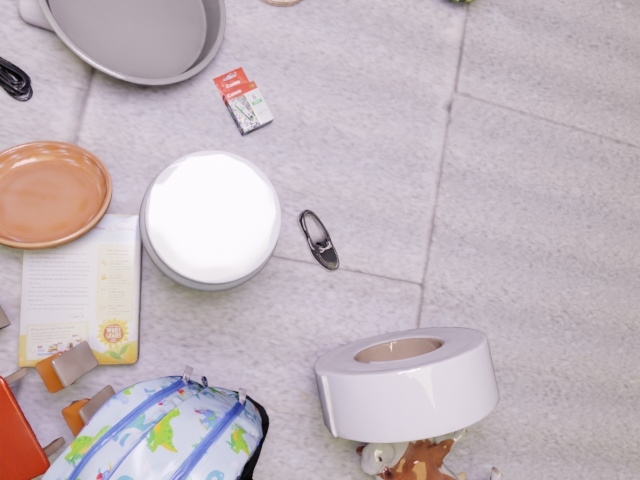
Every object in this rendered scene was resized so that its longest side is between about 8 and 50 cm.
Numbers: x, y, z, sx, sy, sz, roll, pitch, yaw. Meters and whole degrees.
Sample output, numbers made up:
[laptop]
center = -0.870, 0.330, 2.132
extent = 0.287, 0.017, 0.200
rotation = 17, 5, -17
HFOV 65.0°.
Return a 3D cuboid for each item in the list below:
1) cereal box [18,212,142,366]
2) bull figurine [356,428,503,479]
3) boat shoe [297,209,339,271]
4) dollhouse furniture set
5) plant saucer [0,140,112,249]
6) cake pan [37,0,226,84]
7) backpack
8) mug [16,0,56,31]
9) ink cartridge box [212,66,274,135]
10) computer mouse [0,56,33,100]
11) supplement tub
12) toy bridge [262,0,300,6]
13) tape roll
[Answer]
[cereal box]
center = -0.376, 0.075, 0.800
extent = 0.173, 0.047, 0.240
rotation = 2, 86, -13
[bull figurine]
center = 0.208, 0.429, 0.914
extent = 0.188, 0.101, 0.310
rotation = -39, 97, -16
[boat shoe]
center = 0.000, 0.000, 0.916
extent = 0.046, 0.038, 0.125
rotation = -27, 94, -15
[dollhouse furniture set]
center = -0.462, 0.217, 0.687
extent = 0.262, 0.135, 0.259
rotation = -26, 94, 1
[plant saucer]
center = -0.423, -0.068, 0.768
extent = 0.200, 0.037, 0.200
rotation = 6, 57, -9
[cake pan]
center = -0.301, -0.389, 0.815
extent = 0.293, 0.054, 0.293
rotation = 3, 83, -31
[backpack]
center = -0.205, 0.318, 0.676
extent = 0.273, 0.355, 0.290
rotation = 46, 77, -7
[mug]
center = -0.447, -0.374, 0.814
extent = 0.064, 0.078, 0.062
rotation = 7, 117, -6
[ink cartridge box]
center = -0.138, -0.253, 0.898
extent = 0.063, 0.029, 0.115
rotation = -29, 95, -15
[computer mouse]
center = -0.598, -0.221, 0.752
extent = 0.184, 0.060, 0.262
rotation = 46, 76, -9
[supplement tub]
center = -0.165, -0.022, 0.750
extent = 0.191, 0.272, 0.191
rotation = 1, 86, -15
[toy bridge]
center = -0.070, -0.470, 0.933
extent = 0.188, 0.026, 0.063
rotation = -6, 91, -16
[tape roll]
center = 0.134, 0.222, 0.813
extent = 0.286, 0.286, 0.100
rotation = -11, 90, -16
